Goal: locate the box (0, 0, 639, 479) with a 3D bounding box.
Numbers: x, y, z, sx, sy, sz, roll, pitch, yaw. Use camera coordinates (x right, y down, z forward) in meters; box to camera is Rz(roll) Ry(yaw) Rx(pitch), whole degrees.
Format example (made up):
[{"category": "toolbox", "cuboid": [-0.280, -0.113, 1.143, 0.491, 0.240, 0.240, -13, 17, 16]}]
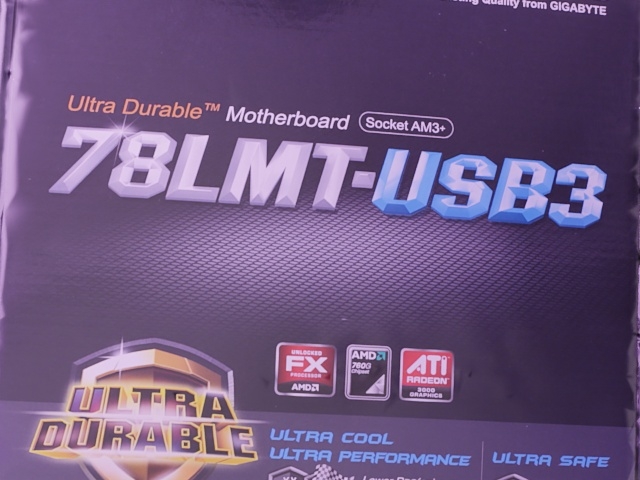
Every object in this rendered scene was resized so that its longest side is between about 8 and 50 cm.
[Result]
[{"category": "box", "cuboid": [0.000, 0.000, 0.668, 0.295, 0.073, 0.293, 5, 84, -10]}]
